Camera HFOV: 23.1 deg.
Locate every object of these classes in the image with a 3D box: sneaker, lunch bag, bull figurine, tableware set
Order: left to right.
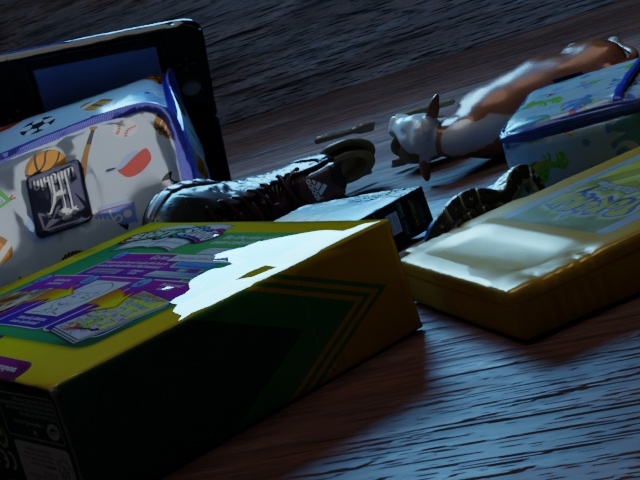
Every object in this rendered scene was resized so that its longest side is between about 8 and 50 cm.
[{"bbox_3d":[-0.288,-0.033,1.899,0.328,0.239,0.385,-20,25,1],"label":"lunch bag"},{"bbox_3d":[-0.061,-0.042,1.666,0.162,0.106,0.281,-21,4,29],"label":"sneaker"},{"bbox_3d":[0.084,-0.107,1.999,0.194,0.039,0.128,-17,-27,-8],"label":"tableware set"},{"bbox_3d":[0.144,-0.013,1.423,0.162,0.063,0.073,-25,-8,-48],"label":"sneaker"},{"bbox_3d":[0.240,-0.162,1.877,0.310,0.101,0.188,-17,8,21],"label":"bull figurine"},{"bbox_3d":[0.286,-0.119,1.588,0.176,0.090,0.219,-13,13,25],"label":"lunch bag"}]

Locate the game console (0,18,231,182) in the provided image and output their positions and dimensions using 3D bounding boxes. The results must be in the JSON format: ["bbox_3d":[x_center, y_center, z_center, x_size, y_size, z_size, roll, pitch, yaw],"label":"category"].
[{"bbox_3d":[-0.275,-0.131,2.086,0.293,0.173,0.250,-12,-35,-5],"label":"game console"}]

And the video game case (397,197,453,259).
[{"bbox_3d":[0.041,0.007,1.574,0.204,0.025,0.285,-28,12,-38],"label":"video game case"}]

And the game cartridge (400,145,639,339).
[{"bbox_3d":[0.241,-0.021,1.236,0.324,0.052,0.285,-21,9,-13],"label":"game cartridge"}]

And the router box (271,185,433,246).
[{"bbox_3d":[0.000,0.000,1.478,0.133,0.046,0.179,-28,13,-38],"label":"router box"}]

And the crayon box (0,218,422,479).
[{"bbox_3d":[-0.154,0.083,1.269,0.313,0.106,0.363,-25,15,-33],"label":"crayon box"}]
